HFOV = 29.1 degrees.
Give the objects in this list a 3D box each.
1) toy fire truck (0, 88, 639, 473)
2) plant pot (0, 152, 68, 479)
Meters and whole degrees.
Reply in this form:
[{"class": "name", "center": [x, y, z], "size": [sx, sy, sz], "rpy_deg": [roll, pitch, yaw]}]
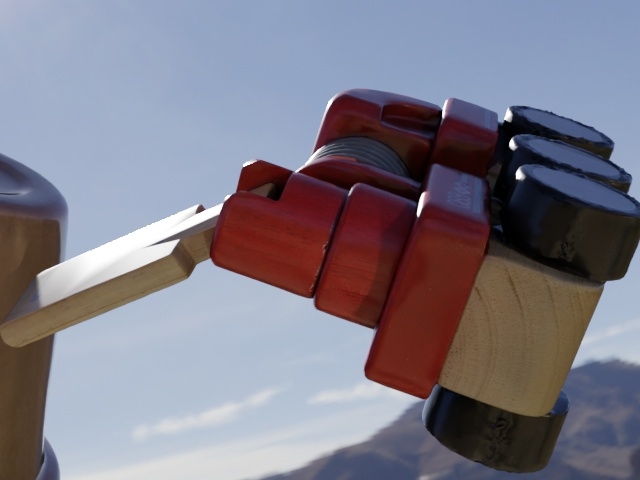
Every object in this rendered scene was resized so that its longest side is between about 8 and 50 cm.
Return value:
[{"class": "toy fire truck", "center": [0.000, 0.000, 0.580], "size": [0.246, 0.158, 0.217], "rpy_deg": [19, 18, 2]}, {"class": "plant pot", "center": [-0.260, 0.056, 0.748], "size": [0.263, 0.263, 0.229], "rpy_deg": [5, -68, -56]}]
